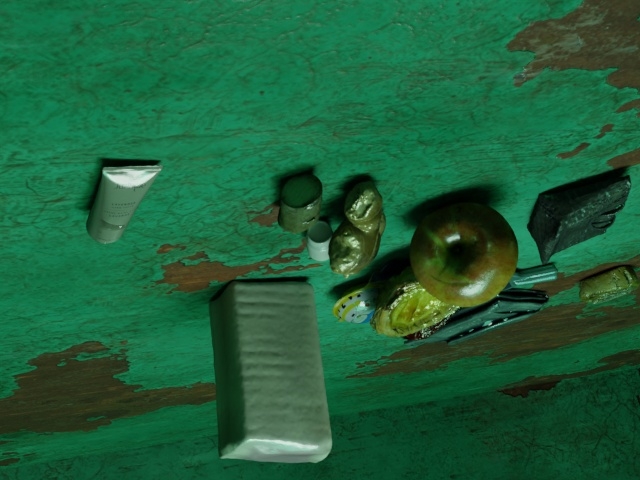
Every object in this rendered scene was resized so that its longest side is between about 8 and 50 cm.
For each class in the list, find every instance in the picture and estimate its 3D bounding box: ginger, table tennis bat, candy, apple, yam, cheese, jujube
[{"bbox_3d":[0.066,0.001,1.600,0.081,0.147,0.333,16,170,9],"label":"ginger"},{"bbox_3d":[0.443,0.095,2.174,0.237,0.038,0.149,-10,160,4],"label":"table tennis bat"},{"bbox_3d":[-0.099,0.262,1.841,0.208,0.358,0.145,5,154,-25],"label":"candy"},{"bbox_3d":[0.260,0.026,1.658,0.196,0.195,0.196,-11,160,-4],"label":"apple"},{"bbox_3d":[-0.031,-0.052,1.446,0.070,0.069,0.146,-9,159,-8],"label":"yam"},{"bbox_3d":[0.114,0.115,1.992,0.157,0.064,0.250,-1,145,-32],"label":"cheese"},{"bbox_3d":[0.257,0.179,2.199,0.166,0.104,0.104,-29,154,35],"label":"jujube"}]

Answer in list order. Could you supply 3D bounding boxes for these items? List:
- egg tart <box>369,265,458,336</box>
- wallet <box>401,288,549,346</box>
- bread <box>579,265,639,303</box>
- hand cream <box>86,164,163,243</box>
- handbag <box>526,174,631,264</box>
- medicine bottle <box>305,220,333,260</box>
[{"bbox_3d":[0.215,0.105,1.923,0.279,0.095,0.279,-25,153,-13],"label":"egg tart"},{"bbox_3d":[0.412,0.217,2.434,0.237,0.075,0.342,4,154,-44],"label":"wallet"},{"bbox_3d":[0.740,0.119,2.365,0.156,0.064,0.118,-29,153,35],"label":"bread"},{"bbox_3d":[-0.293,-0.055,1.322,0.087,0.054,0.186,-5,153,-31],"label":"hand cream"},{"bbox_3d":[0.500,-0.043,1.776,0.175,0.088,0.270,-19,160,-2],"label":"handbag"},{"bbox_3d":[0.000,0.000,1.627,0.052,0.052,0.089,-11,160,-2],"label":"medicine bottle"}]
